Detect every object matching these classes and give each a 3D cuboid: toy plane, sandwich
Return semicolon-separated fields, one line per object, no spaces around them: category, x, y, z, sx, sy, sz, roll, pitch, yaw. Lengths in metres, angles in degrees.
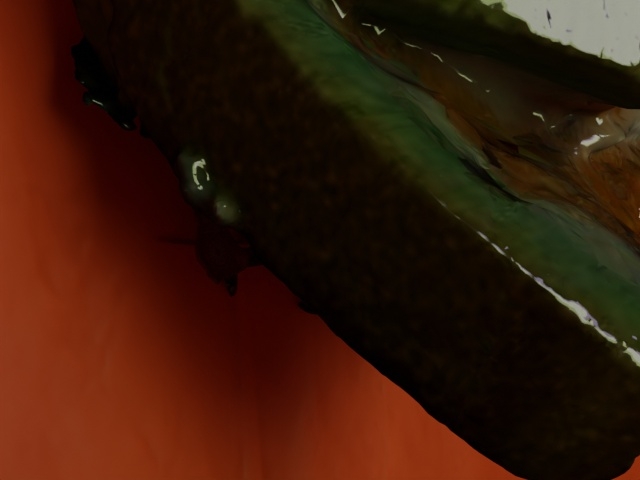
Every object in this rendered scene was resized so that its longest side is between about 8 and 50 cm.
toy plane;0.000;0.000;0.465;0.145;0.037;0.060;-9;83;-51
sandwich;0.082;-0.061;0.444;0.250;0.162;0.301;49;26;11
